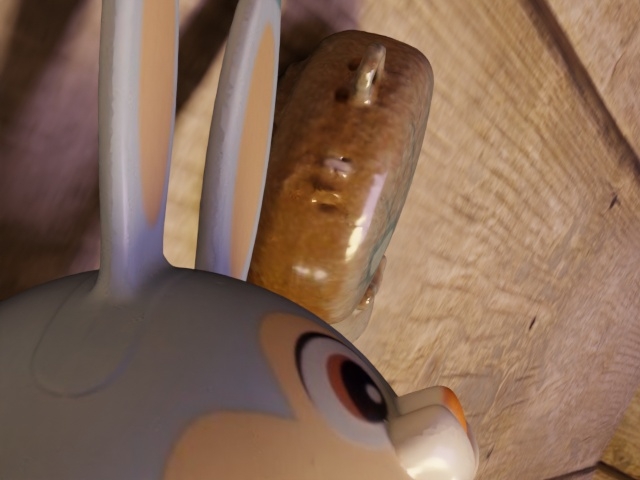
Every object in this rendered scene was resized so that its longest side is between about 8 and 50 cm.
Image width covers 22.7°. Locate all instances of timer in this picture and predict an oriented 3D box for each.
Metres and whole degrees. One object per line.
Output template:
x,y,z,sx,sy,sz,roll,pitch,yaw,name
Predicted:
-0.023,0.041,0.423,0.255,0.175,0.175,-63,163,-6,timer

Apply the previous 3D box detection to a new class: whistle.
0.000,0.000,0.609,0.220,0.057,0.107,99,10,-55,whistle
